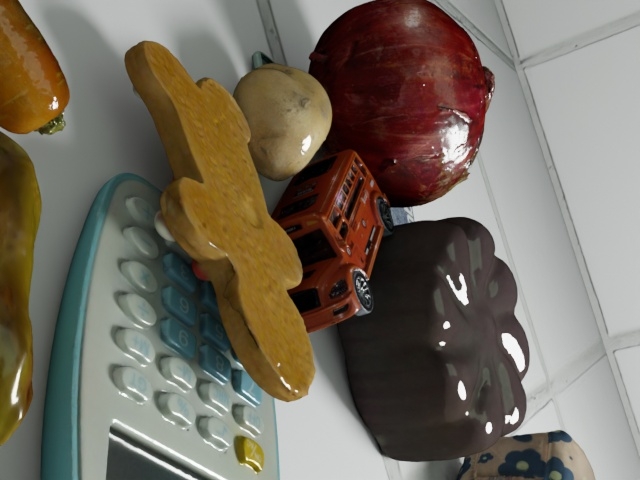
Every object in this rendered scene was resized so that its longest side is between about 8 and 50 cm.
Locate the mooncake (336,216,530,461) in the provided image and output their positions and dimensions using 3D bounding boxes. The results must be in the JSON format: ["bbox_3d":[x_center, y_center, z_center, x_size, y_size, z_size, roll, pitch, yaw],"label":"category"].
[{"bbox_3d":[0.147,0.120,1.069,0.306,0.154,0.306,21,64,-50],"label":"mooncake"}]

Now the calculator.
[{"bbox_3d":[-0.112,0.121,0.675,0.256,0.054,0.386,45,33,-45],"label":"calculator"}]

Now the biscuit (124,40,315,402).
[{"bbox_3d":[-0.087,-0.015,0.758,0.216,0.047,0.340,22,44,-65],"label":"biscuit"}]

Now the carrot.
[{"bbox_3d":[-0.245,-0.169,0.586,0.225,0.067,0.067,62,25,-16],"label":"carrot"}]

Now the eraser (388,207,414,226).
[{"bbox_3d":[0.101,-0.029,1.254,0.092,0.046,0.212,35,43,-51],"label":"eraser"}]

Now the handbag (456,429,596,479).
[{"bbox_3d":[0.293,0.414,1.183,0.193,0.190,0.251,-45,116,-57],"label":"handbag"}]

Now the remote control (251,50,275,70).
[{"bbox_3d":[-0.060,-0.168,1.045,0.053,0.018,0.124,28,48,-59],"label":"remote control"}]

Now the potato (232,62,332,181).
[{"bbox_3d":[-0.048,-0.136,0.945,0.112,0.112,0.147,50,26,-40],"label":"potato"}]

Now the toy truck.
[{"bbox_3d":[0.000,0.000,0.940,0.114,0.107,0.253,61,24,-20],"label":"toy truck"}]

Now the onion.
[{"bbox_3d":[0.104,-0.179,1.126,0.276,0.276,0.276,46,34,-44],"label":"onion"}]

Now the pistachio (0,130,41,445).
[{"bbox_3d":[-0.211,0.028,0.479,0.110,0.100,0.189,8,72,-39],"label":"pistachio"}]
